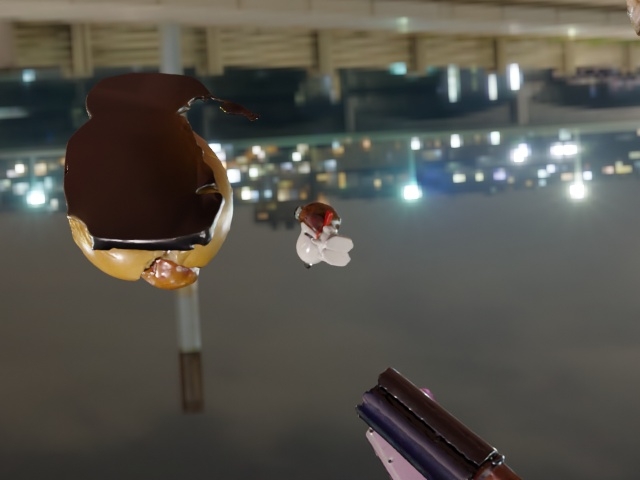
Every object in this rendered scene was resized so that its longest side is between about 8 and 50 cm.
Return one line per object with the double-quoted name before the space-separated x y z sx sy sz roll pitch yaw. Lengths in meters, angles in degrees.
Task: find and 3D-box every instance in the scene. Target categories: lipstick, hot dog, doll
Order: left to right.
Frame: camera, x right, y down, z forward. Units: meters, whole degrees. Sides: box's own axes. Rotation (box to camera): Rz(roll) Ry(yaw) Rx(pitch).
"hot dog" -0.154 -0.048 1.421 0.194 0.107 0.326 -3 -146 9
"doll" 0.002 -0.006 1.231 0.040 0.058 0.085 9 173 -16
"lipstick" 0.209 0.293 1.554 0.418 0.077 0.077 40 -159 18

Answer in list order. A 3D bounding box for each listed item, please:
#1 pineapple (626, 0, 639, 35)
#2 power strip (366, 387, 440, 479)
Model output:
"pineapple" 0.319 -0.250 0.900 0.352 0.352 0.300 -1 168 36
"power strip" 0.161 0.317 1.854 0.109 0.279 0.037 -36 144 3
